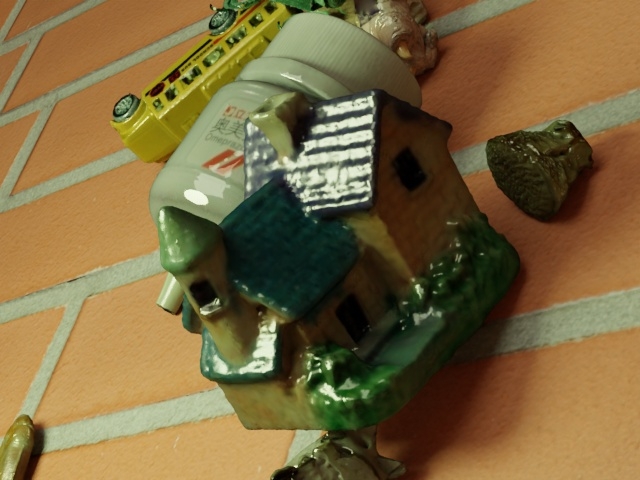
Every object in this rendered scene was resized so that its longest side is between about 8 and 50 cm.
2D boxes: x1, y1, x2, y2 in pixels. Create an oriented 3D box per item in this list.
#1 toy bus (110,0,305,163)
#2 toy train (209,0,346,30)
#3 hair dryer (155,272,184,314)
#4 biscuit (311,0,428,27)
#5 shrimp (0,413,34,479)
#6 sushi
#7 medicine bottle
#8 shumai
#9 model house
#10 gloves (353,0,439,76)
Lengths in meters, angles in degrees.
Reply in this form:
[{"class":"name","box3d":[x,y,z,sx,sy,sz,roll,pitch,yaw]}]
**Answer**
[{"class":"toy bus","box3d":[-0.158,-0.238,2.160,0.335,0.121,0.123,-40,39,9]},{"class":"toy train","box3d":[-0.037,-0.384,2.025,0.189,0.126,0.307,-22,29,-30]},{"class":"hair dryer","box3d":[-0.204,0.028,1.981,0.199,0.067,0.167,-15,47,57]},{"class":"biscuit","box3d":[0.036,-0.384,2.129,0.144,0.078,0.426,-40,32,7]},{"class":"shrimp","box3d":[-0.419,0.316,1.914,0.101,0.042,0.190,-49,24,38]},{"class":"sushi","box3d":[-0.025,0.278,1.413,0.273,0.134,0.109,-62,11,-17]},{"class":"medicine bottle","box3d":[-0.036,-0.098,1.724,0.245,0.245,0.306,4,56,52]},{"class":"shumai","box3d":[0.241,-0.087,1.538,0.087,0.099,0.124,-36,30,-15]},{"class":"model house","box3d":[0.000,0.000,1.454,0.245,0.280,0.312,-5,29,47]},{"class":"gloves","box3d":[0.099,-0.273,1.895,0.094,0.144,0.110,-17,12,-38]}]
